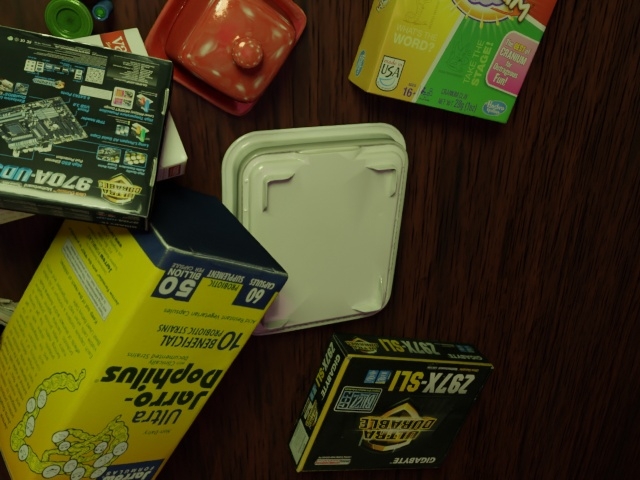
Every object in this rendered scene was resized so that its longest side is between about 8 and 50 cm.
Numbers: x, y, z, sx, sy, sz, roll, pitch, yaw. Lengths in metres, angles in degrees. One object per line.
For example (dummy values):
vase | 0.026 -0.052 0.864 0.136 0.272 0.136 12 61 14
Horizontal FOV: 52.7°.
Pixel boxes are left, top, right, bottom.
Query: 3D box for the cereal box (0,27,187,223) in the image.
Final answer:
cereal box | -0.284 -0.123 0.688 0.240 0.173 0.047 -19 169 -20

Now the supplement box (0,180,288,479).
supplement box | -0.242 0.116 0.813 0.194 0.195 0.356 16 112 -50

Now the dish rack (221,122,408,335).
dish rack | 0.000 0.000 0.958 0.285 0.072 0.333 -7 120 -19

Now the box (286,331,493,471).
box | 0.129 0.302 1.186 0.322 0.079 0.257 10 112 -28

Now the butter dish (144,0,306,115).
butter dish | -0.098 -0.228 0.749 0.160 0.118 0.160 28 104 -34

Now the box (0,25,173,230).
box | -0.266 -0.113 0.635 0.220 0.051 0.175 8 71 -14

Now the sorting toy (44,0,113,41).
sorting toy | -0.258 -0.266 0.711 0.061 0.042 0.102 25 119 -17

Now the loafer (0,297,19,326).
loafer | -0.398 0.099 0.861 0.039 0.045 0.125 -53 133 -8

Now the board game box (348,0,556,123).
board game box | 0.198 -0.332 0.851 0.242 0.064 0.316 5 116 -26
